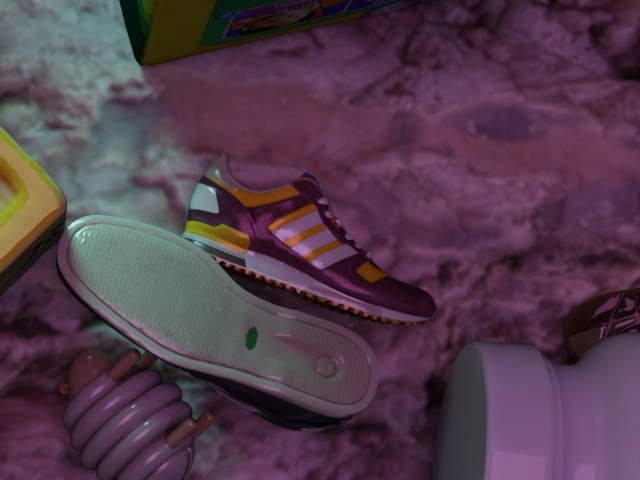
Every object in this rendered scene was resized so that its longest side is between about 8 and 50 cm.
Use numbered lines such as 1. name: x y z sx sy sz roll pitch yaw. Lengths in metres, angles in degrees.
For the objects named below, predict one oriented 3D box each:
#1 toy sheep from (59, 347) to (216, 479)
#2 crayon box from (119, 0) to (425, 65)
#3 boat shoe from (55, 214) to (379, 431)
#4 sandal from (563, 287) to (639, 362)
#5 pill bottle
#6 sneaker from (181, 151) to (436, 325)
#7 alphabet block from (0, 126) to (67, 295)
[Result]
1. toy sheep: -0.123 0.126 1.273 0.091 0.091 0.132 -37 76 -8
2. crayon box: 0.051 -0.221 1.206 0.362 0.313 0.106 -15 88 -8
3. boat shoe: -0.078 0.062 1.274 0.233 0.079 0.084 28 64 -14
4. sandal: 0.263 0.060 1.352 0.180 0.049 0.072 -7 81 7
5. pill bottle: 0.267 0.171 1.258 0.362 0.210 0.210 7 85 -7
6. sneaker: 0.000 0.000 1.308 0.185 0.069 0.084 20 84 -7
7. alphabet block: -0.289 -0.020 1.206 0.193 0.197 0.192 44 82 -3
